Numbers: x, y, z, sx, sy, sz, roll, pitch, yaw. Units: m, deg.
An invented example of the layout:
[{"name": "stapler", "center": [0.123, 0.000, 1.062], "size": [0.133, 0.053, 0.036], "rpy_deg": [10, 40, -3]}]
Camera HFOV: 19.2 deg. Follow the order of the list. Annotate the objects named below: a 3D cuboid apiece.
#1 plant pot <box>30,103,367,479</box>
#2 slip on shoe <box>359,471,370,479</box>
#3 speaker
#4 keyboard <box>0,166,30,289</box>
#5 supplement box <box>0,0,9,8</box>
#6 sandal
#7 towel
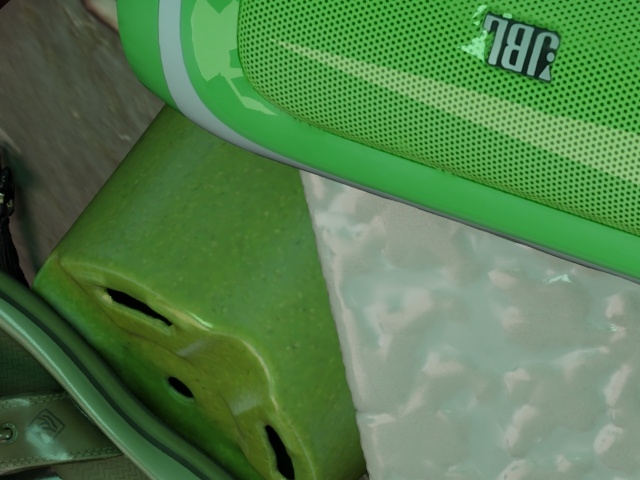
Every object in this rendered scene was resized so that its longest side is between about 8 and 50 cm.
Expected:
[{"name": "plant pot", "center": [0.000, 0.000, 0.967], "size": [0.276, 0.254, 0.276], "rpy_deg": [29, 147, 21]}, {"name": "slip on shoe", "center": [-0.003, 0.207, 1.406], "size": [0.101, 0.123, 0.331], "rpy_deg": [23, 160, -39]}, {"name": "speaker", "center": [0.084, -0.058, 0.617], "size": [0.297, 0.131, 0.131], "rpy_deg": [20, 144, 25]}, {"name": "keyboard", "center": [-0.297, -0.035, 1.496], "size": [0.201, 0.033, 0.317], "rpy_deg": [36, 151, 23]}, {"name": "supplement box", "center": [-0.288, -0.193, 1.117], "size": [0.194, 0.191, 0.129], "rpy_deg": [18, 143, 34]}, {"name": "sandal", "center": [-0.142, 0.100, 0.921], "size": [0.303, 0.086, 0.120], "rpy_deg": [38, 150, 8]}, {"name": "towel", "center": [0.164, 0.005, 0.777], "size": [0.332, 0.053, 0.317], "rpy_deg": [-6, 116, 15]}]
